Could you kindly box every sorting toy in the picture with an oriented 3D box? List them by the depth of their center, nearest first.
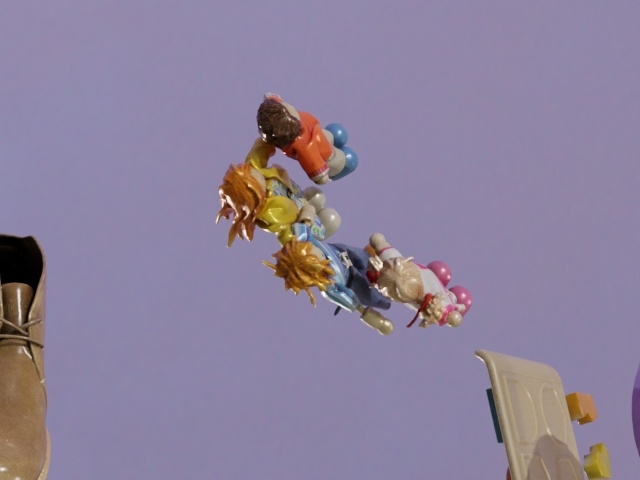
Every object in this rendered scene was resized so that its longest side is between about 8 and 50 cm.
[{"bbox_3d":[0.263,0.243,1.759,0.041,0.229,0.307,-23,-19,23],"label":"sorting toy"}]

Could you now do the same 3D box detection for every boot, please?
[{"bbox_3d":[-0.276,0.100,1.312,0.112,0.305,0.115,12,-60,-20],"label":"boot"}]

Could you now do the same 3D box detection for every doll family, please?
[{"bbox_3d":[0.000,0.000,1.252,0.118,0.163,0.263,-43,-112,13],"label":"doll family"}]

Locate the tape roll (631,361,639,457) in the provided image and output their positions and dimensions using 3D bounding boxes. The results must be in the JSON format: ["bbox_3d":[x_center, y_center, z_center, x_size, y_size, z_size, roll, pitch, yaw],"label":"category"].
[{"bbox_3d":[0.454,0.175,1.547,0.275,0.275,0.090,31,-22,-6],"label":"tape roll"}]
